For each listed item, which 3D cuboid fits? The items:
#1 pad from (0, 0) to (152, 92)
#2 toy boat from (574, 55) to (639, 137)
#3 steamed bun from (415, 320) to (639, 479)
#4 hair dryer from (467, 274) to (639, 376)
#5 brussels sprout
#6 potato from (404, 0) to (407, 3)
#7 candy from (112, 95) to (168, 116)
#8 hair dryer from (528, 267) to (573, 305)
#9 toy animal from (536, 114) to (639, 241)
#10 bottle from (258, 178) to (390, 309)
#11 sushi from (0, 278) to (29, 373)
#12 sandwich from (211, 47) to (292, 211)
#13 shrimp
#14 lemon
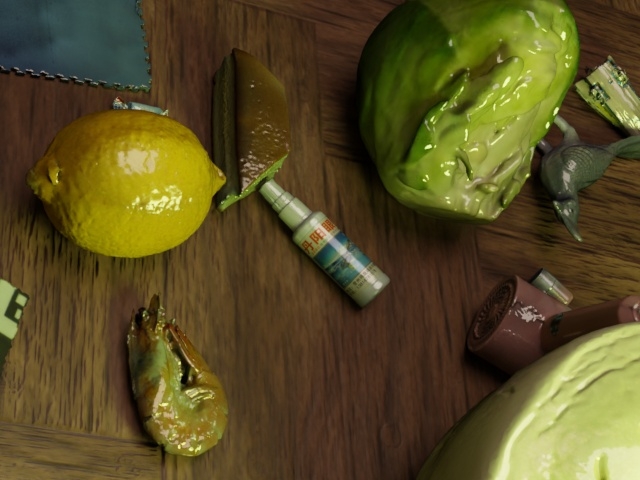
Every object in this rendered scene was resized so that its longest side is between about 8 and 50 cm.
[{"bbox_3d":[-0.371,-0.330,1.881,0.269,0.012,0.269,7,56,-26],"label":"pad"},{"bbox_3d":[0.524,-0.219,2.302,0.084,0.066,0.210,-39,93,-8],"label":"toy boat"},{"bbox_3d":[0.274,0.304,1.580,0.290,0.371,0.456,36,58,7],"label":"steamed bun"},{"bbox_3d":[0.358,0.134,1.780,0.210,0.352,0.125,31,73,-10],"label":"hair dryer"},{"bbox_3d":[0.208,-0.212,1.962,0.276,0.315,0.371,27,82,-45],"label":"brussels sprout"},{"bbox_3d":[0.169,-0.362,2.185,0.096,0.066,0.103,23,44,-34],"label":"potato"},{"bbox_3d":[-0.245,-0.178,1.846,0.083,0.020,0.030,9,57,-26],"label":"candy"},{"bbox_3d":[0.322,0.098,1.988,0.063,0.037,0.114,43,56,0],"label":"hair dryer"},{"bbox_3d":[0.400,-0.138,2.163,0.206,0.081,0.367,42,40,6],"label":"toy animal"},{"bbox_3d":[0.000,0.000,1.847,0.217,0.060,0.060,44,48,4],"label":"bottle"},{"bbox_3d":[-0.507,0.154,1.421,0.296,0.100,0.373,36,49,-31],"label":"sushi"},{"bbox_3d":[-0.096,-0.151,1.868,0.096,0.094,0.258,8,57,-21],"label":"sandwich"},{"bbox_3d":[-0.177,0.163,1.638,0.115,0.051,0.217,3,57,-37],"label":"shrimp"},{"bbox_3d":[-0.240,-0.072,1.667,0.257,0.188,0.188,1,59,-26],"label":"lemon"}]
